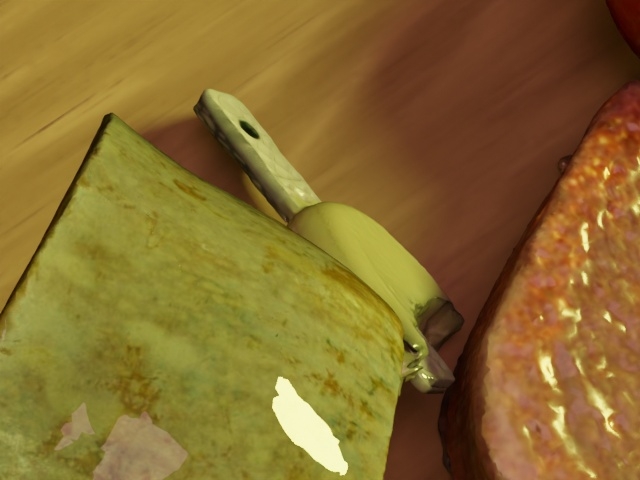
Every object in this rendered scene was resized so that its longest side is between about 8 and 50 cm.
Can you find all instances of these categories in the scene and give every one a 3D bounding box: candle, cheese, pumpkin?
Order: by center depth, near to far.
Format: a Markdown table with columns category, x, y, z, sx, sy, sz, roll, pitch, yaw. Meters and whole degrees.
| category | x | y | z | sx | sy | sz | roll | pitch | yaw |
| --- | --- | --- | --- | --- | --- | --- | --- | --- | --- |
| pumpkin | -0.093 | 0.130 | 0.807 | 0.199 | 0.332 | 0.332 | 28 | 70 | -10 |
| candle | 0.220 | 0.044 | 0.952 | 0.317 | 0.131 | 0.287 | -11 | 69 | -10 |
| cheese | 0.001 | -0.001 | 0.965 | 0.050 | 0.127 | 0.235 | -48 | 66 | 18 |

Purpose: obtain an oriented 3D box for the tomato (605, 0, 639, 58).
| category | x | y | z | sx | sy | sz | roll | pitch | yaw |
| --- | --- | --- | --- | --- | --- | --- | --- | --- | --- |
| tomato | 0.272 | -0.158 | 0.981 | 0.232 | 0.232 | 0.188 | 33 | 79 | 7 |
